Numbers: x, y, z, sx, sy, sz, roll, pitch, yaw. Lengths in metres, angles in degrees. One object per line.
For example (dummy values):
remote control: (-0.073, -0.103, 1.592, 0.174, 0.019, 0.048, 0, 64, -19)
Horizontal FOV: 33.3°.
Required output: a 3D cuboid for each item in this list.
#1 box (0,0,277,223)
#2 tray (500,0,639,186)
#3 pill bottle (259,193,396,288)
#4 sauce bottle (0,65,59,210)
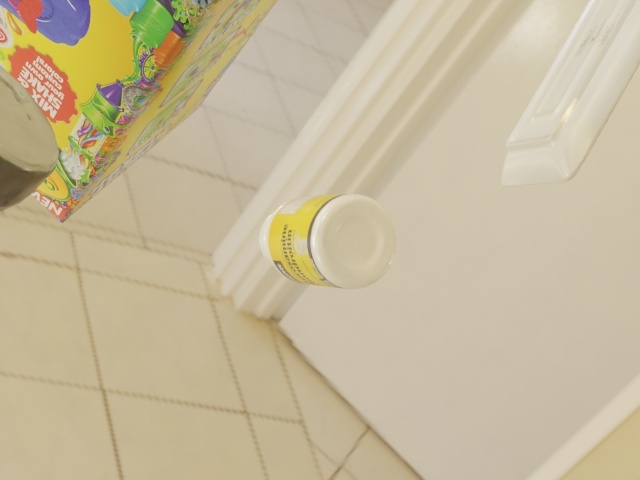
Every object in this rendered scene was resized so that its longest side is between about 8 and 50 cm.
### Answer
box: (-0.186, -0.217, 0.734, 0.290, 0.279, 0.177, 44, 52, -3)
tray: (0.247, -0.170, 0.958, 0.030, 0.270, 0.145, 32, -7, -13)
pill bottle: (0.000, 0.000, 1.210, 0.103, 0.103, 0.184, 24, -10, -24)
sauce bottle: (-0.254, 0.050, 0.451, 0.111, 0.344, 0.111, 45, 16, -17)
